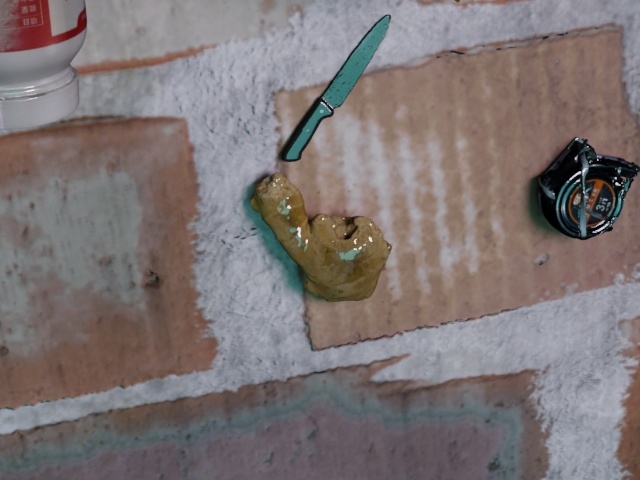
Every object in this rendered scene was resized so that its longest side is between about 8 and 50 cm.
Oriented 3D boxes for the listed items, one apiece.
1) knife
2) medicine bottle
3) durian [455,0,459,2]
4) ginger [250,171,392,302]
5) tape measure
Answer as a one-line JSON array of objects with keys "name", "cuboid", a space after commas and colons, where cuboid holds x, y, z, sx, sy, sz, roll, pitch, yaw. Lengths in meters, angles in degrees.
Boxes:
[{"name": "knife", "cuboid": [0.016, -0.141, 1.153, 0.023, 0.010, 0.170, 29, 106, -23]}, {"name": "medicine bottle", "cuboid": [-0.257, -0.224, 0.984, 0.131, 0.131, 0.250, -5, 118, -9]}, {"name": "durian", "cuboid": [0.105, -0.357, 0.899, 0.347, 0.347, 0.384, 6, 147, -15]}, {"name": "ginger", "cuboid": [0.008, -0.003, 1.189, 0.096, 0.067, 0.165, -25, 121, 26]}, {"name": "tape measure", "cuboid": [0.263, -0.050, 1.226, 0.091, 0.054, 0.094, 23, 104, -20]}]
